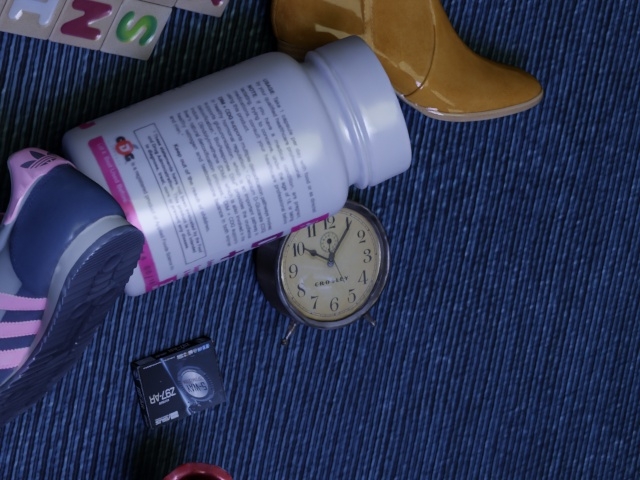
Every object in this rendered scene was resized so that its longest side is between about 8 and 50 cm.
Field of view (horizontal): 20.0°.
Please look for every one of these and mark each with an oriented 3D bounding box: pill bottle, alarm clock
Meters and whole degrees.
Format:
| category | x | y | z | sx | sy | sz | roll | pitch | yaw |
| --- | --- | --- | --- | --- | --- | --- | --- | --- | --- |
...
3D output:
| category | x | y | z | sx | sy | sz | roll | pitch | yaw |
| --- | --- | --- | --- | --- | --- | --- | --- | --- | --- |
| pill bottle | -0.073 | -0.073 | 1.628 | 0.283 | 0.160 | 0.160 | -22 | 111 | -9 |
| alarm clock | 0.000 | 0.000 | 1.774 | 0.129 | 0.064 | 0.192 | -9 | 107 | -28 |

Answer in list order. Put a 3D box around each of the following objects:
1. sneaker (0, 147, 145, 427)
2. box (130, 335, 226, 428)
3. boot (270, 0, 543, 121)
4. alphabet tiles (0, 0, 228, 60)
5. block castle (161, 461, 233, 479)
| category | x | y | z | sx | sy | sz | roll | pitch | yaw |
| --- | --- | --- | --- | --- | --- | --- | --- | --- | --- |
| sneaker | -0.263 | 0.049 | 1.567 | 0.112 | 0.131 | 0.319 | -24 | 158 | -50 |
| box | -0.137 | 0.137 | 1.751 | 0.083 | 0.018 | 0.067 | -19 | 109 | -26 |
| boot | 0.093 | -0.226 | 1.752 | 0.295 | 0.104 | 0.211 | -3 | 108 | -23 |
| alphabet tiles | -0.178 | -0.293 | 1.548 | 0.342 | 0.011 | 0.285 | 7 | 120 | -44 |
| block castle | -0.171 | 0.436 | 1.587 | 0.303 | 0.213 | 0.453 | 47 | 61 | -1 |
